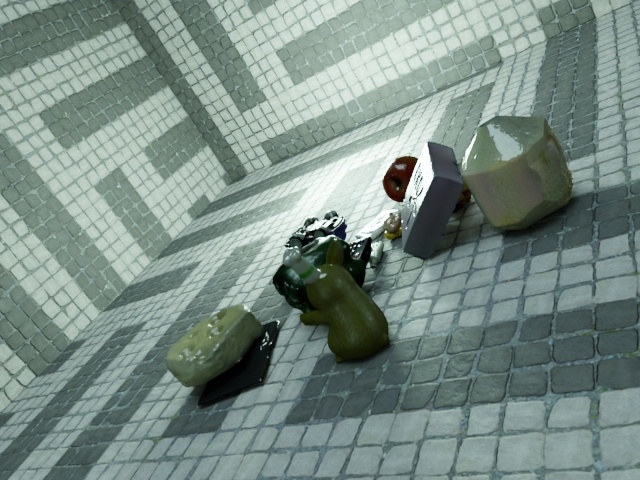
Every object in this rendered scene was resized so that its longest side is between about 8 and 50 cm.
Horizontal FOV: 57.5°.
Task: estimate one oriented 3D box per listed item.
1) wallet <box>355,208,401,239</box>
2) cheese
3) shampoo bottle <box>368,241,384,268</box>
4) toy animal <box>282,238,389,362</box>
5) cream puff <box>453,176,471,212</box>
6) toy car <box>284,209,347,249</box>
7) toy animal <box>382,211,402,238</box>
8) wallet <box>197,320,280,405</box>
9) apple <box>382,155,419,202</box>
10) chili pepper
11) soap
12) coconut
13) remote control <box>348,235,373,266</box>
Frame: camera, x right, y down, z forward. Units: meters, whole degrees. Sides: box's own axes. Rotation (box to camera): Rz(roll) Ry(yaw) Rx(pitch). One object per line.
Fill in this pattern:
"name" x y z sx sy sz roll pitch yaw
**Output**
"wallet" 0.222 -0.063 2.219 0.183 0.031 0.124 -42 19 -21
"cheese" -0.343 0.335 1.890 0.327 0.115 0.318 -31 16 7
"shampoo bottle" 0.186 0.054 1.993 0.049 0.034 0.141 -15 25 22
"toy animal" 0.036 0.148 1.566 0.181 0.362 0.180 -38 6 -27
"cream puff" 0.459 -0.150 1.986 0.149 0.084 0.149 -39 22 19
"toy car" 0.000 0.000 2.208 0.235 0.157 0.172 -17 21 30
"toy animal" 0.270 -0.063 2.072 0.091 0.082 0.114 -8 30 46
"wallet" -0.252 0.381 1.873 0.247 0.041 0.323 -26 23 20
"apple" 0.332 -0.237 2.268 0.181 0.180 0.168 -18 0 35
"chili pepper" -0.001 0.119 1.821 0.256 0.233 0.249 -48 33 -16
"soap" 0.346 -0.130 1.852 0.107 0.285 0.296 15 29 -2
"coconut" 0.552 -0.213 1.675 0.298 0.309 0.297 -28 21 11
"remote control" 0.020 0.096 2.064 0.399 0.062 0.144 -21 31 40
